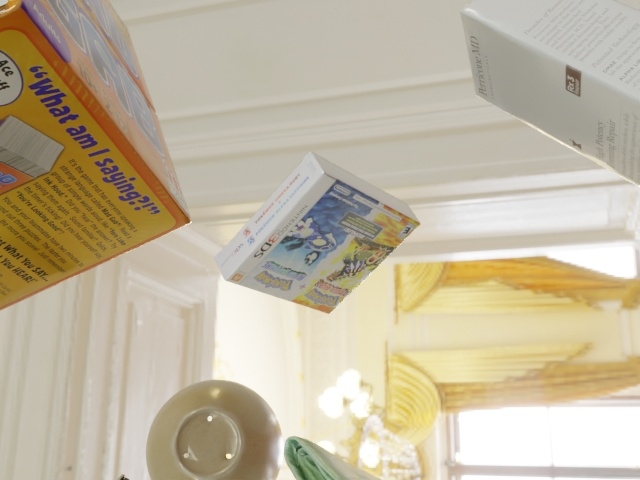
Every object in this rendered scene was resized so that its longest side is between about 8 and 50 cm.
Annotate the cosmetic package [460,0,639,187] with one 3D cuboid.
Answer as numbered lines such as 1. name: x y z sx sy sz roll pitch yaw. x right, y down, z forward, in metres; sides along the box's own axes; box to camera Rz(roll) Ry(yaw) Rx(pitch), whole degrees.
1. cosmetic package: 0.236 -0.139 0.655 0.085 0.231 0.117 -44 -36 -11

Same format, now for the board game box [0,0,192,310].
1. board game box: -0.406 -0.165 0.818 0.356 0.356 0.356 64 -178 -59

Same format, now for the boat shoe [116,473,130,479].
1. boat shoe: -0.274 0.359 0.957 0.133 0.042 0.049 -63 0 -44

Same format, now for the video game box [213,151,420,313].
1. video game box: 0.000 0.000 0.961 0.205 0.187 0.048 23 -150 -45

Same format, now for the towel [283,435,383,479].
1. towel: 0.142 0.248 0.479 0.324 0.248 0.038 35 -94 -26

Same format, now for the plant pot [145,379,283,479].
1. plant pot: -0.212 0.404 1.490 0.191 0.284 0.284 102 171 -71
